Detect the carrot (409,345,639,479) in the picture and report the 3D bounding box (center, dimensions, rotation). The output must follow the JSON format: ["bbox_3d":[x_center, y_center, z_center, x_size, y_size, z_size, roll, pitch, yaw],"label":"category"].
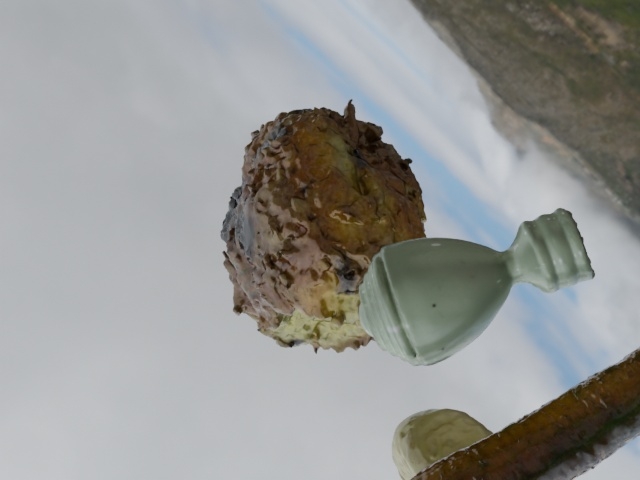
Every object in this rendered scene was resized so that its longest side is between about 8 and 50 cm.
[{"bbox_3d":[0.193,0.140,0.572,0.066,0.314,0.066,55,-175,-7],"label":"carrot"}]

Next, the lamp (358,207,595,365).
[{"bbox_3d":[0.122,0.033,0.618,0.106,0.193,0.106,-23,-90,-81],"label":"lamp"}]

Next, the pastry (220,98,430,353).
[{"bbox_3d":[0.001,-0.017,1.104,0.405,0.292,0.337,118,152,-73],"label":"pastry"}]

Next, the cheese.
[{"bbox_3d":[0.192,0.335,1.023,0.226,0.117,0.214,44,156,30],"label":"cheese"}]
